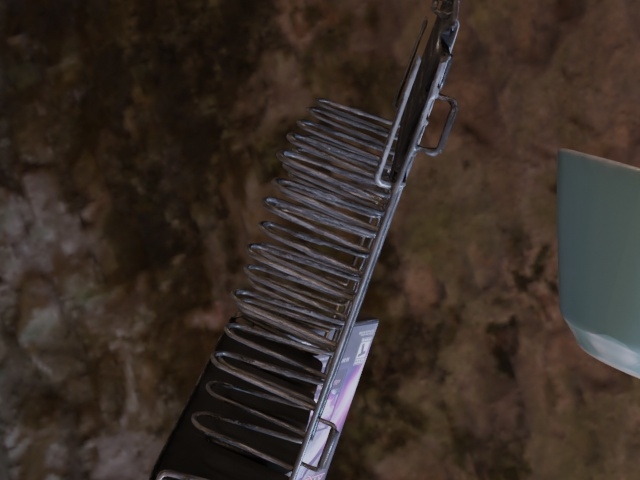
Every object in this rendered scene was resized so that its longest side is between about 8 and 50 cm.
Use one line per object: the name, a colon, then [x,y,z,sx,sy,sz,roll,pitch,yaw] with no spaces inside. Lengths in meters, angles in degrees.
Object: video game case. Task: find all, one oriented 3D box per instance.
video game case: [-0.035,0.210,1.180,0.196,0.026,0.274,-2,112,-59]

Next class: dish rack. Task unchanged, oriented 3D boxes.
dish rack: [0.000,0.000,0.564,0.208,0.074,0.271,-74,-176,-73]

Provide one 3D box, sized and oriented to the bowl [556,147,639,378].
bowl: [0.328,0.041,0.962,0.311,0.311,0.163,-89,-163,-84]
